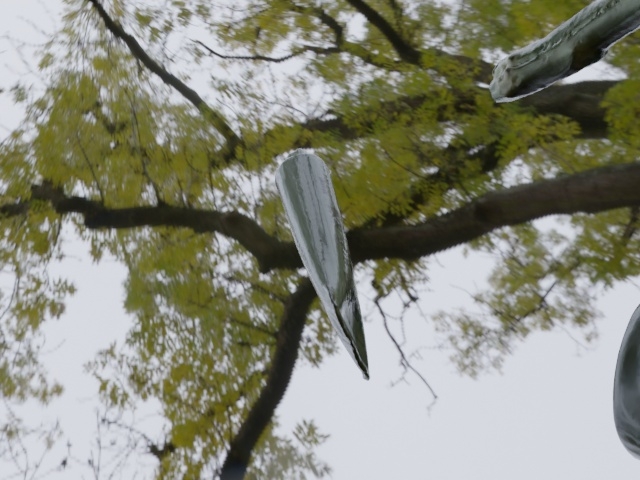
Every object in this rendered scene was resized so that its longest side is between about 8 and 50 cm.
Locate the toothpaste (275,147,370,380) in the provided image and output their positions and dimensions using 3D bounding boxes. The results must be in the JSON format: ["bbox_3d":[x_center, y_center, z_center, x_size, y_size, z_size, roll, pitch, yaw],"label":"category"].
[{"bbox_3d":[0.000,0.000,0.628,0.041,0.218,0.064,-21,-53,4],"label":"toothpaste"}]

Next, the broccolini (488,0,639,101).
[{"bbox_3d":[0.124,-0.084,0.298,0.057,0.254,0.071,-41,-87,-25],"label":"broccolini"}]

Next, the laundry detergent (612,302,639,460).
[{"bbox_3d":[0.261,0.065,0.524,0.063,0.211,0.137,35,-118,-16],"label":"laundry detergent"}]
